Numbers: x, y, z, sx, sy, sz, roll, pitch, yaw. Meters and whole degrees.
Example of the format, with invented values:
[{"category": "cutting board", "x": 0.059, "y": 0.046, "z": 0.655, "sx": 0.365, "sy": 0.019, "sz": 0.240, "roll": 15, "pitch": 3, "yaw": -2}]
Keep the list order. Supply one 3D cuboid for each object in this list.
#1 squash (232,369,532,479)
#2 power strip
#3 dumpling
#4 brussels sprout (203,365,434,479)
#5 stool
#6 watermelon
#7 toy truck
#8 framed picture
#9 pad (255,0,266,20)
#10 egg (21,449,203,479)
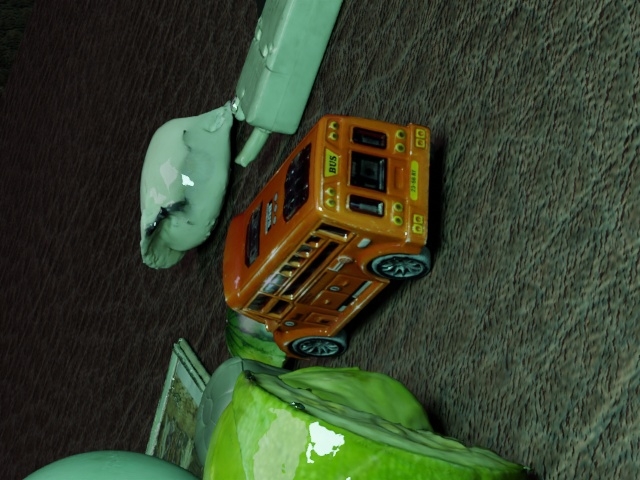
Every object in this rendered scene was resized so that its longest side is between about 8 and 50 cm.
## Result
[{"category": "squash", "x": 0.003, "y": 0.245, "z": 1.139, "sx": 0.111, "sy": 0.203, "sz": 0.288, "roll": -86, "pitch": 15, "yaw": -84}, {"category": "power strip", "x": -0.026, "y": -0.198, "z": 1.816, "sx": 0.093, "sy": 0.053, "sz": 0.288, "roll": -111, "pitch": 37, "yaw": -58}, {"category": "dumpling", "x": -0.144, "y": -0.058, "z": 2.045, "sx": 0.150, "sy": 0.092, "sz": 0.176, "roll": 113, "pitch": 160, "yaw": -74}, {"category": "brussels sprout", "x": -0.008, "y": 0.189, "z": 1.306, "sx": 0.223, "sy": 0.161, "sz": 0.223, "roll": -46, "pitch": 35, "yaw": 46}, {"category": "stool", "x": -0.039, "y": 0.145, "z": 1.524, "sx": 0.096, "sy": 0.110, "sz": 0.096, "roll": -166, "pitch": 90, "yaw": -74}, {"category": "watermelon", "x": -0.052, "y": 0.070, "z": 1.694, "sx": 0.105, "sy": 0.062, "sz": 0.105, "roll": -165, "pitch": 90, "yaw": -77}, {"category": "toy truck", "x": 0.000, "y": 0.000, "z": 1.494, "sx": 0.252, "sy": 0.114, "sz": 0.107, "roll": 134, "pitch": 144, "yaw": -57}, {"category": "framed picture", "x": -0.143, "y": 0.232, "z": 1.947, "sx": 0.274, "sy": 0.017, "sz": 0.217, "roll": -143, "pitch": 66, "yaw": -71}, {"category": "pad", "x": -0.017, "y": -0.382, "z": 1.997, "sx": 0.202, "sy": 0.005, "sz": 0.300, "roll": -98, "pitch": 26, "yaw": -47}, {"category": "egg", "x": -0.155, "y": 0.324, "z": 1.485, "sx": 0.389, "sy": 0.276, "sz": 0.276, "roll": -103, "pitch": 31, "yaw": -54}]
